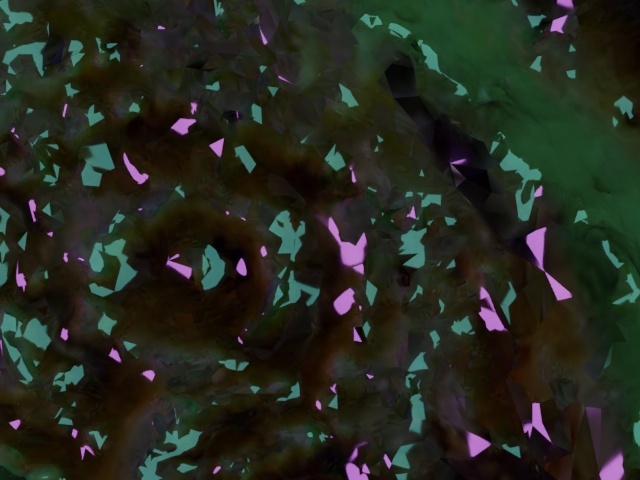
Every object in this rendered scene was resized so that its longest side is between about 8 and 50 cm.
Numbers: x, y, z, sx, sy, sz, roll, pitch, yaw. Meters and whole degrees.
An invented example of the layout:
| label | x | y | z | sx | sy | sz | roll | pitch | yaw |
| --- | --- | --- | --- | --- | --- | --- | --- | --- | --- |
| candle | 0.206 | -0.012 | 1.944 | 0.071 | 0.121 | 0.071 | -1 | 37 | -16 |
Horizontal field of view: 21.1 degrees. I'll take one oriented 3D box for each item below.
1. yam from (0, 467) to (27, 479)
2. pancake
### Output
| label | x | y | z | sx | sy | sz | roll | pitch | yaw |
| --- | --- | --- | --- | --- | --- | --- | --- | --- | --- |
| yam | -0.015 | 0.132 | 0.640 | 0.252 | 0.061 | 0.061 | 13 | 101 | 20 |
| pancake | 0.005 | -0.002 | 0.527 | 0.304 | 0.067 | 0.427 | -28 | 98 | -8 |
